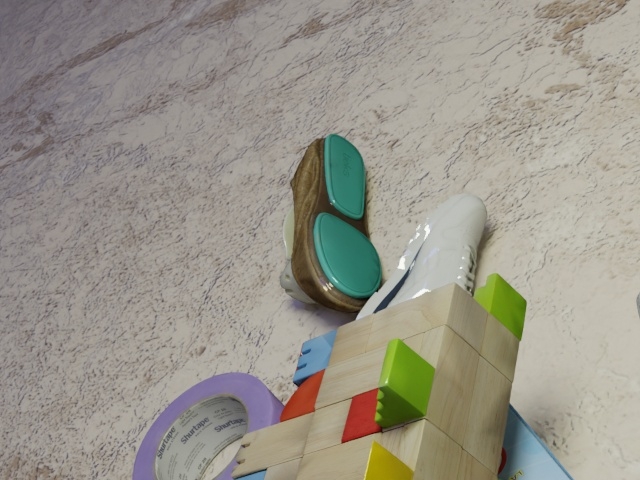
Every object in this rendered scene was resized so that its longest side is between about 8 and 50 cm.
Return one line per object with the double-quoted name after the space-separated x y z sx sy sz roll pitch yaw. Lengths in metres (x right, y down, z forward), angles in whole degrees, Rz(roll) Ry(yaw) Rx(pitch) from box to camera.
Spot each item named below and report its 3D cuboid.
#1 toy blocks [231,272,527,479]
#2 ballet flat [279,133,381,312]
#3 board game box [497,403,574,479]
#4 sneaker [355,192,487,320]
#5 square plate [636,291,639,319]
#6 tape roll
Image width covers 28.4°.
0.026 0.210 1.112 0.261 0.191 0.381 -25 36 40 "toy blocks"
0.000 0.000 1.575 0.124 0.116 0.342 -46 29 28 "ballet flat"
0.098 0.295 1.153 0.308 0.086 0.302 -39 35 1 "board game box"
0.134 0.052 1.413 0.095 0.090 0.235 19 67 37 "sneaker"
0.430 0.073 1.071 0.347 0.049 0.344 -34 31 28 "square plate"
-0.111 0.246 1.411 0.189 0.080 0.189 -25 38 21 "tape roll"
